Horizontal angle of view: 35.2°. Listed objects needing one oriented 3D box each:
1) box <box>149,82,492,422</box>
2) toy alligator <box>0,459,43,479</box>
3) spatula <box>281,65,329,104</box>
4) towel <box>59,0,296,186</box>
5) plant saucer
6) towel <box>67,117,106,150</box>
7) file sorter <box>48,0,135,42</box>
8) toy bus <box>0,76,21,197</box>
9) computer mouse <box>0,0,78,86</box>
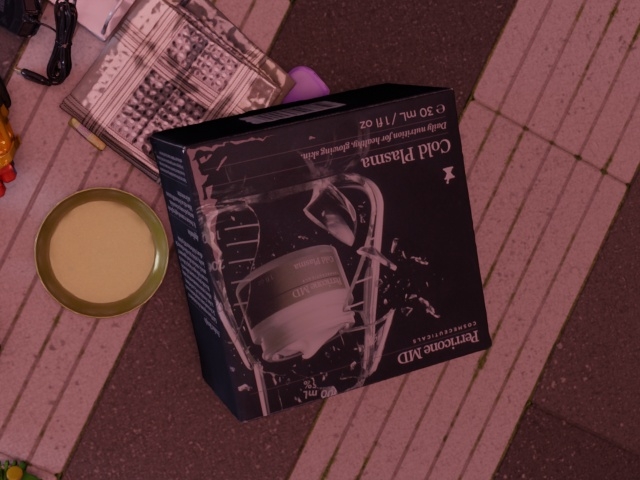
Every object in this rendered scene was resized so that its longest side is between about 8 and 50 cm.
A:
[{"bbox_3d":[0.000,0.000,1.779,0.480,0.297,0.471,-15,105,-17],"label":"box"},{"bbox_3d":[-0.601,0.425,1.830,0.190,0.056,0.051,0,52,-12],"label":"toy alligator"},{"bbox_3d":[-0.116,-0.215,1.909,0.296,0.030,0.084,-42,101,-7],"label":"spatula"},{"bbox_3d":[-0.253,-0.273,1.842,0.312,0.056,0.324,39,83,-8],"label":"towel"},{"bbox_3d":[-0.401,0.022,1.855,0.241,0.037,0.240,-1,94,-14],"label":"plant saucer"},{"bbox_3d":[-0.414,-0.209,1.850,0.083,0.009,0.060,39,85,-12],"label":"towel"},{"bbox_3d":[-0.427,-0.516,1.739,0.278,0.173,0.192,36,82,-12],"label":"file sorter"},{"bbox_3d":[-0.583,-0.170,1.713,0.150,0.220,0.211,-23,105,-7],"label":"toy bus"},{"bbox_3d":[-0.536,-0.381,1.776,0.262,0.060,0.184,21,126,10],"label":"computer mouse"}]
